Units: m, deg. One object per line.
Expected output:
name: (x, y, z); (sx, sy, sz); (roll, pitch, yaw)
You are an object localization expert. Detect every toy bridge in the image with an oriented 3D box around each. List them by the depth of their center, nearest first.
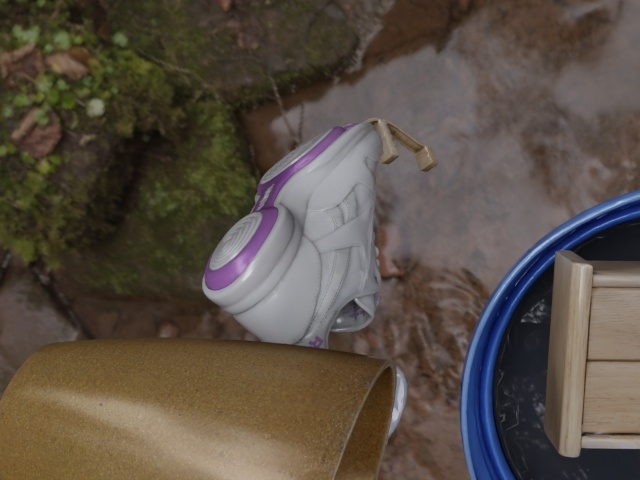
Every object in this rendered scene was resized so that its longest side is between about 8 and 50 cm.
toy bridge: (0.085, -0.136, 1.322); (0.026, 0.188, 0.063); (-35, 62, 38)

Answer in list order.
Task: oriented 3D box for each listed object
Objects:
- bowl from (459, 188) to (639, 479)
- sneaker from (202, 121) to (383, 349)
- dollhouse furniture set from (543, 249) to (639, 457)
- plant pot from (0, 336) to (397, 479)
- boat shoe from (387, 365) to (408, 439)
bowl: (0.314, 0.140, 0.828); (0.391, 0.077, 0.391); (1, 99, 6)
sneaker: (0.000, 0.000, 0.919); (0.114, 0.152, 0.305); (-28, 20, 39)
dollhouse furniture set: (0.226, 0.108, 0.422); (0.174, 0.355, 0.303); (1, 100, -1)
plant pot: (-0.100, 0.167, 0.701); (0.254, 0.237, 0.237); (15, 78, 12)
boat shoe: (0.044, 0.275, 1.342); (0.095, 0.084, 0.258); (36, 103, 13)
